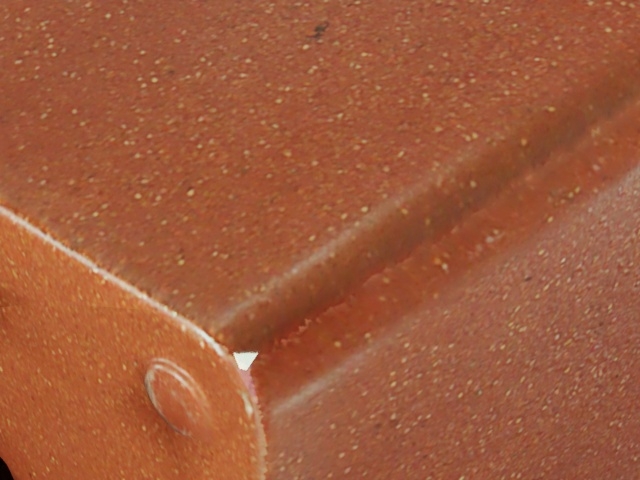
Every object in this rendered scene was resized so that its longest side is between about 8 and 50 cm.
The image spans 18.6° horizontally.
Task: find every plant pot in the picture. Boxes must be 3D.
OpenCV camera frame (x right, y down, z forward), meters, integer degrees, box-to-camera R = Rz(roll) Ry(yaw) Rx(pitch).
[{"bbox_3d":[0.000,0.000,0.512,0.267,0.236,0.267,29,139,32],"label":"plant pot"}]
